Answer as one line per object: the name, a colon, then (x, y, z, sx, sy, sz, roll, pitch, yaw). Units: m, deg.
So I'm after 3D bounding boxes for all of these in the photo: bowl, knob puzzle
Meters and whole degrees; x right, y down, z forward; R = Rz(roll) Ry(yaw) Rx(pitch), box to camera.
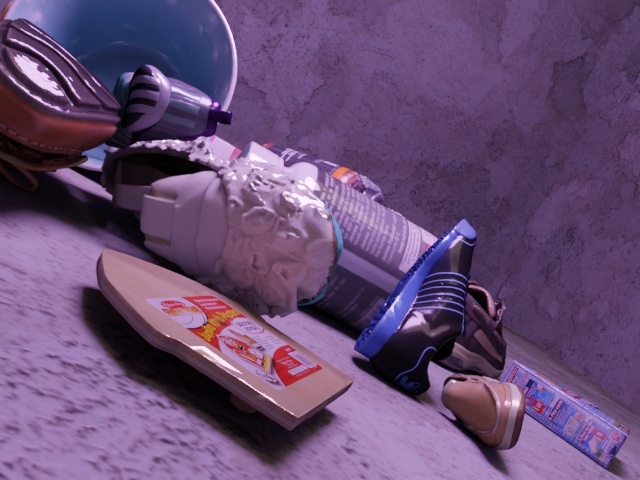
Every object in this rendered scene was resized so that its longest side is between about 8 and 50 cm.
bowl: (-0.278, -0.222, 1.085, 0.311, 0.311, 0.163, 30, -15, -2)
knob puzzle: (-0.080, 0.067, 0.535, 0.213, 0.030, 0.213, 30, 5, -3)

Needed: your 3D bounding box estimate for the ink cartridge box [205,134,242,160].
ink cartridge box: (-0.261, -0.174, 1.549, 0.198, 0.115, 0.067, 28, 6, -38)

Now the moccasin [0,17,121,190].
moccasin: (-0.285, -0.120, 0.725, 0.139, 0.147, 0.380, 44, -6, -25)

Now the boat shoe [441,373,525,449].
boat shoe: (0.162, 0.174, 0.808, 0.072, 0.068, 0.190, 18, -6, 2)

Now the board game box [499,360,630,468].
board game box: (0.378, 0.263, 1.194, 0.194, 0.060, 0.194, 33, 5, 24)

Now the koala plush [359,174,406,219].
koala plush: (0.067, -0.012, 1.478, 0.221, 0.196, 0.203, 23, -3, -32)

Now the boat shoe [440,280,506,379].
boat shoe: (0.257, 0.144, 1.273, 0.132, 0.130, 0.355, 32, 5, 25)

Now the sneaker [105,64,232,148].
sneaker: (-0.166, -0.126, 0.802, 0.098, 0.083, 0.224, 15, 2, -24)

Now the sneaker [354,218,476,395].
sneaker: (0.131, 0.073, 0.875, 0.090, 0.232, 0.081, 42, -33, 0)

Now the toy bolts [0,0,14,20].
toy bolts: (-0.496, -0.293, 1.028, 0.218, 0.158, 0.228, 30, 4, -7)

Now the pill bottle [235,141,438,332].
pill bottle: (0.000, 0.000, 0.986, 0.283, 0.161, 0.161, 30, 4, -14)

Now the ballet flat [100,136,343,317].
ballet flat: (-0.132, -0.027, 0.768, 0.147, 0.147, 0.409, 28, 0, -32)

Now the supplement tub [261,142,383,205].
supplement tub: (-0.010, -0.068, 1.124, 0.198, 0.106, 0.106, 21, 1, 21)
